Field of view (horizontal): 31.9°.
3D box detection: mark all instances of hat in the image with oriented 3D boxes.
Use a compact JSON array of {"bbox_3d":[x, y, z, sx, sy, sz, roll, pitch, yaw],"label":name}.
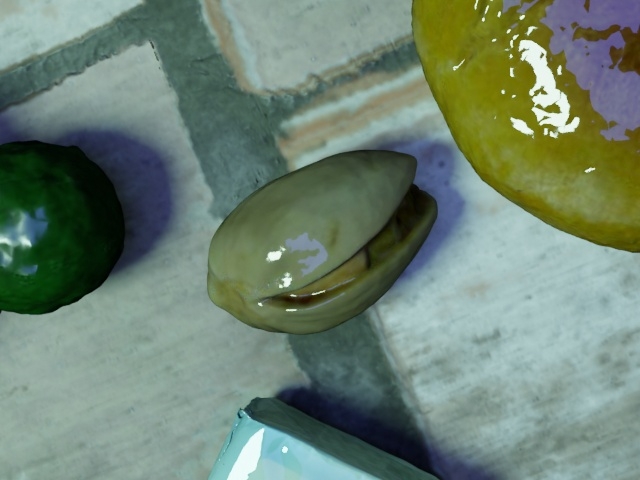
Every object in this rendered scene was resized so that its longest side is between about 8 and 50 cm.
[{"bbox_3d":[-0.358,0.002,0.794,0.400,0.285,0.285,-20,94,4],"label":"hat"}]

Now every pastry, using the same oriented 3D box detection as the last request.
[{"bbox_3d":[0.231,-0.162,0.764,0.356,0.164,0.356,1,102,5],"label":"pastry"}]

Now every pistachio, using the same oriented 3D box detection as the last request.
[{"bbox_3d":[0.000,0.000,0.835,0.185,0.124,0.124,-29,93,-8],"label":"pistachio"}]

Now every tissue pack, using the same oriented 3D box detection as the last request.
[{"bbox_3d":[-0.033,0.273,0.879,0.177,0.089,0.263,26,101,3],"label":"tissue pack"}]
